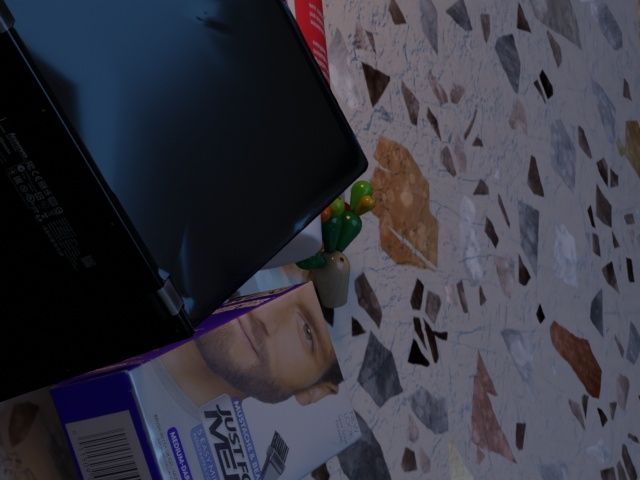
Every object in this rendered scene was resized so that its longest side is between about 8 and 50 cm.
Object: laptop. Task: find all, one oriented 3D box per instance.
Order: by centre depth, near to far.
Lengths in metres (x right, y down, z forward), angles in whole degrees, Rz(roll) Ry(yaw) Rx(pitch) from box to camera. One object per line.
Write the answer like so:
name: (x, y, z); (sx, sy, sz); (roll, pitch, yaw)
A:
laptop: (-0.231, -0.103, 1.593); (0.382, 0.408, 0.236); (61, 22, -22)

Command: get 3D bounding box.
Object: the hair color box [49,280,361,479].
hair color box: (-0.104, 0.174, 1.735); (0.339, 0.110, 0.185); (-26, 99, -58)

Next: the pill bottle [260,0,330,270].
pill bottle: (-0.102, -0.180, 1.981); (0.229, 0.229, 0.407); (19, 60, -56)

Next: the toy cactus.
toy cactus: (0.000, 0.000, 2.232); (0.219, 0.112, 0.180); (-48, 137, -59)

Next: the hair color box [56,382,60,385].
hair color box: (-0.214, 0.060, 1.808); (0.174, 0.105, 0.347); (-41, 112, -57)
